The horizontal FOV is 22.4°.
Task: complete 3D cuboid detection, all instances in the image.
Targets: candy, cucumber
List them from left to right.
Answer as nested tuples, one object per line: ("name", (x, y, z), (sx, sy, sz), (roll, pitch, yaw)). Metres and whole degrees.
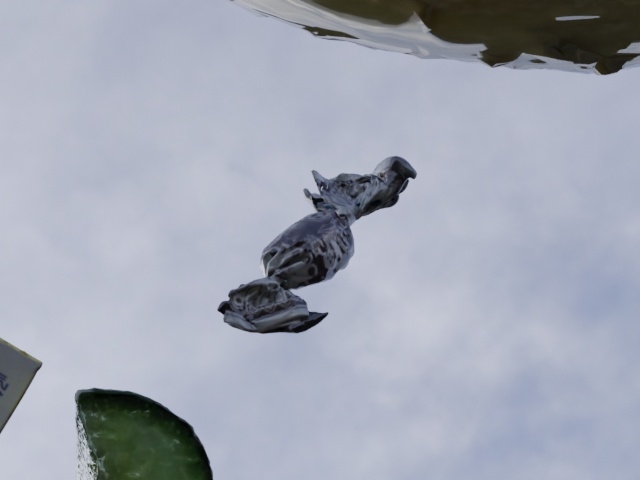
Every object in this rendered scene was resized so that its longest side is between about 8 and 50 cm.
("cucumber", (-0.098, 0.182, 0.905), (0.063, 0.115, 0.244), (-10, -30, -16))
("candy", (0.000, 0.000, 1.234), (0.094, 0.226, 0.051), (-2, -58, 33))

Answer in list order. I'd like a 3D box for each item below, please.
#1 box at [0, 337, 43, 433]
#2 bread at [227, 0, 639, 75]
("box", (-0.307, 0.146, 0.966), (0.168, 0.265, 0.097), (31, -23, -8))
("bread", (0.052, -0.179, 0.363), (0.305, 0.306, 0.159), (-14, -24, -2))
